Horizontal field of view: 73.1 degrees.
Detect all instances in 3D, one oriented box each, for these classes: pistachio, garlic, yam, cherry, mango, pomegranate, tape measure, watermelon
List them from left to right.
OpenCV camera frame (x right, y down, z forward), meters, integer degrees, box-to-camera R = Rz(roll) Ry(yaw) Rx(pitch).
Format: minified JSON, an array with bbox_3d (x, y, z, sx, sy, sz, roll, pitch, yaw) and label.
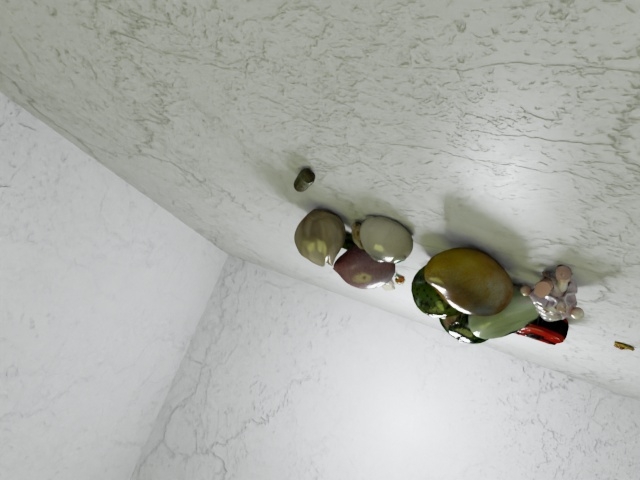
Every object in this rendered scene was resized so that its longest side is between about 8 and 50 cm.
[{"bbox_3d":[-0.053,-0.192,1.385,0.054,0.054,0.132,24,168,-10],"label":"yam"},{"bbox_3d":[0.000,0.000,1.737,0.207,0.226,0.332,-18,160,-10],"label":"pistachio"},{"bbox_3d":[0.105,0.000,1.918,0.244,0.063,0.119,18,-174,-6],"label":"watermelon"},{"bbox_3d":[0.157,-0.019,1.660,0.074,0.113,0.094,-18,177,40],"label":"garlic"},{"bbox_3d":[0.188,0.106,1.763,0.206,0.239,0.239,47,161,-12],"label":"cherry"},{"bbox_3d":[0.490,0.209,1.706,0.254,0.271,0.254,-16,171,-3],"label":"pomegranate"},{"bbox_3d":[0.499,0.138,1.471,0.383,0.199,0.221,20,135,-28],"label":"mango"},{"bbox_3d":[0.662,0.334,1.937,0.268,0.269,0.269,20,167,5],"label":"watermelon"},{"bbox_3d":[0.959,0.376,1.929,0.253,0.114,0.260,16,166,20],"label":"tape measure"}]

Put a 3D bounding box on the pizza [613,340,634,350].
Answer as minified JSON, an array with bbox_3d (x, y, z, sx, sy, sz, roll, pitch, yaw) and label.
[{"bbox_3d":[1.340,0.476,1.922,0.083,0.025,0.078,17,164,15],"label":"pizza"}]

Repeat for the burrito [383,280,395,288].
[{"bbox_3d":[0.367,0.236,2.441,0.082,0.059,0.275,0,160,21],"label":"burrito"}]

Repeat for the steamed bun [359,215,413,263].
[{"bbox_3d":[0.236,0.010,1.565,0.177,0.131,0.228,8,160,43],"label":"steamed bun"}]

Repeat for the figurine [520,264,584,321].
[{"bbox_3d":[0.758,0.173,1.402,0.200,0.133,0.276,27,168,36],"label":"figurine"}]

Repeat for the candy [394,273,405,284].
[{"bbox_3d":[0.389,0.179,2.236,0.055,0.049,0.185,-19,142,23],"label":"candy"}]

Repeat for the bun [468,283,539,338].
[{"bbox_3d":[0.705,0.263,1.701,0.282,0.179,0.283,-11,143,-8],"label":"bun"}]
